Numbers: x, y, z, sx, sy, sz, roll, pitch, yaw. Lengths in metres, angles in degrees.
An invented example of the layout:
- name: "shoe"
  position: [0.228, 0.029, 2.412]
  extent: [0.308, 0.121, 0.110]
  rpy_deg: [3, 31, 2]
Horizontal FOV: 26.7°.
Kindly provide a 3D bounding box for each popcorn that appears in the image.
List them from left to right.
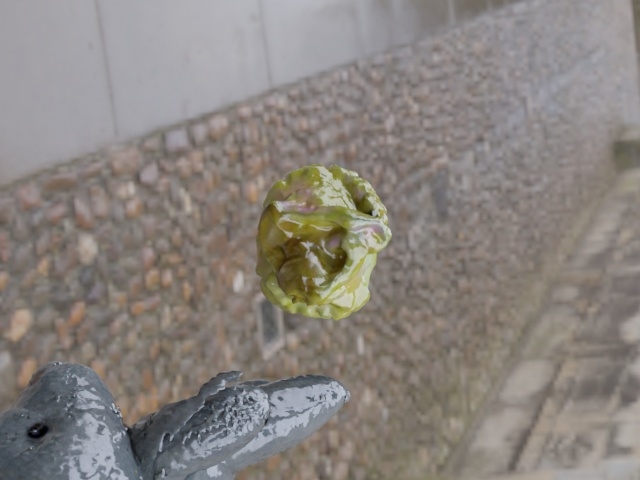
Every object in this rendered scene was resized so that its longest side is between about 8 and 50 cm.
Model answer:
- name: "popcorn"
  position: [0.000, 0.000, 1.252]
  extent: [0.126, 0.125, 0.145]
  rpy_deg: [86, 28, -76]

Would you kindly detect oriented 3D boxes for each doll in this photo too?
- name: "doll"
  position: [-0.146, 0.150, 1.027]
  extent: [0.340, 0.246, 0.158]
  rpy_deg: [-27, 91, -34]
